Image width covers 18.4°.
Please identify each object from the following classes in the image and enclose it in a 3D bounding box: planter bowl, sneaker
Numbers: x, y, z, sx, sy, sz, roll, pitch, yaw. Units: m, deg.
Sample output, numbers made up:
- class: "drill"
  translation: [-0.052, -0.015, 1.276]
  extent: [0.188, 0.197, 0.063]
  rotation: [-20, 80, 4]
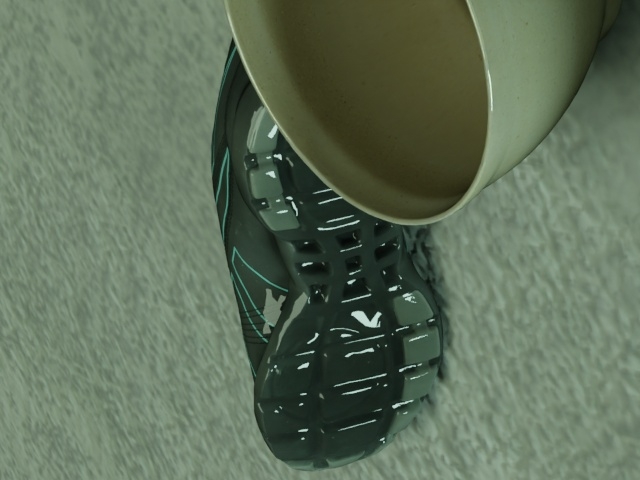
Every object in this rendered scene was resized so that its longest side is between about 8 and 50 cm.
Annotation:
- class: "planter bowl"
  translation: [0.050, -0.100, 0.784]
  extent: [0.162, 0.109, 0.162]
  rotation: [36, 141, 37]
- class: "sneaker"
  translation: [0.000, 0.000, 0.986]
  extent: [0.106, 0.101, 0.267]
  rotation: [-118, 20, -49]
